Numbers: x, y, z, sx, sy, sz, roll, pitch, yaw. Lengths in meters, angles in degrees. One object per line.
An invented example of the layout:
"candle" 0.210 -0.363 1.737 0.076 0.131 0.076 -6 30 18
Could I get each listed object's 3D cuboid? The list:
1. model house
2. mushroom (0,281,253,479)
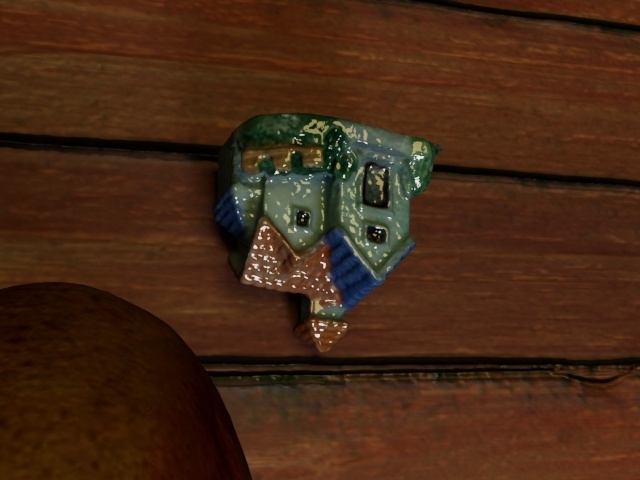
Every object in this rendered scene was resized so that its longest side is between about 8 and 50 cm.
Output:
"model house" 0.000 0.000 0.990 0.148 0.119 0.149 10 69 -23
"mushroom" -0.139 0.199 0.709 0.259 0.345 0.345 -26 77 -1
